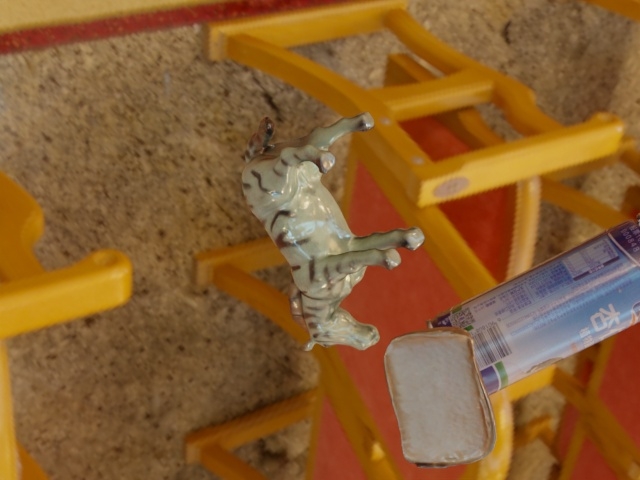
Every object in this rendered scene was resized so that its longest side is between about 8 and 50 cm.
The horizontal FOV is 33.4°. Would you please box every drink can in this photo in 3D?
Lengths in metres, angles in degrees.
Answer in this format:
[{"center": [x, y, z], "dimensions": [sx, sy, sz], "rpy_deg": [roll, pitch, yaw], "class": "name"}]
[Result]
[{"center": [0.223, 0.067, 1.023], "dimensions": [0.235, 0.097, 0.097], "rpy_deg": [-28, 138, 6], "class": "drink can"}]

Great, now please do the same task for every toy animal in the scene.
[{"center": [0.014, 0.004, 0.975], "dimensions": [0.089, 0.169, 0.255], "rpy_deg": [-34, 118, -43], "class": "toy animal"}]

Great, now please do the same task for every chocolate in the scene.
[{"center": [0.075, 0.094, 0.675], "dimensions": [0.064, 0.031, 0.101], "rpy_deg": [-11, 114, 14], "class": "chocolate"}]
